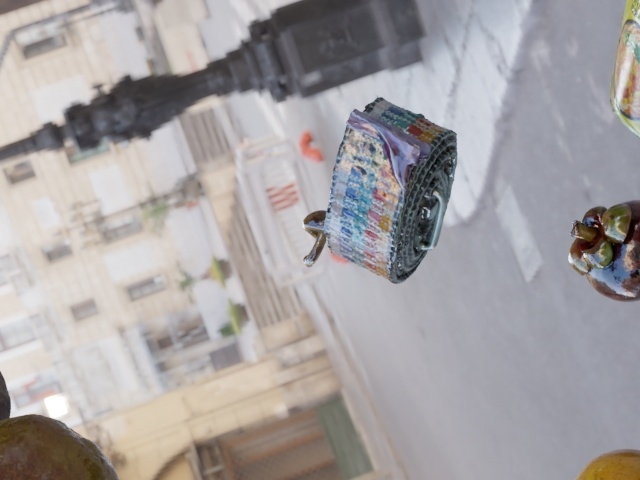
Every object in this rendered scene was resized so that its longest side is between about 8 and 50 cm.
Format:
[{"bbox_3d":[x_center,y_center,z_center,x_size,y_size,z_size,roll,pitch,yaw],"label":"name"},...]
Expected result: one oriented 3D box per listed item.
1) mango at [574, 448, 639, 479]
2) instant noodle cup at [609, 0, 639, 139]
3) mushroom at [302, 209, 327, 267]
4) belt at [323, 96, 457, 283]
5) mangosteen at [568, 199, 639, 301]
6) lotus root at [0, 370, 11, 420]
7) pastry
[{"bbox_3d":[0.424,0.432,1.602,0.160,0.191,0.290,38,-145,-59],"label":"mango"},{"bbox_3d":[0.507,-0.256,1.440,0.326,0.325,0.254,-115,26,-45],"label":"instant noodle cup"},{"bbox_3d":[0.000,-0.009,2.202,0.129,0.088,0.073,-54,29,33],"label":"mushroom"},{"bbox_3d":[0.122,-0.074,1.779,0.160,0.207,0.295,27,134,19],"label":"belt"},{"bbox_3d":[0.504,0.010,1.959,0.200,0.199,0.200,160,90,-85],"label":"mangosteen"},{"bbox_3d":[-0.610,0.298,2.010,0.074,0.170,0.261,31,-145,-57],"label":"lotus root"},{"bbox_3d":[-0.442,0.411,1.670,0.164,0.356,0.356,108,146,-51],"label":"pastry"}]
